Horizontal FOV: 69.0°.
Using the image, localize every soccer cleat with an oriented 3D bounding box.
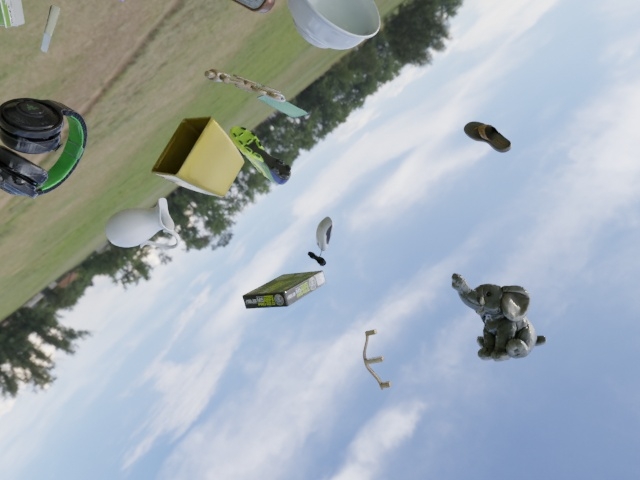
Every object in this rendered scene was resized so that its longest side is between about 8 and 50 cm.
[{"bbox_3d":[-0.241,-0.314,1.781,0.121,0.289,0.093,-31,-156,54],"label":"soccer cleat"}]

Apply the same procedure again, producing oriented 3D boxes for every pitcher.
[{"bbox_3d":[-0.582,-0.031,1.538,0.207,0.178,0.125,-17,-159,7],"label":"pitcher"}]

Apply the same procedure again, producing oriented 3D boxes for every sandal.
[{"bbox_3d":[0.701,-0.443,1.948,0.090,0.060,0.219,-41,-121,-7],"label":"sandal"}]

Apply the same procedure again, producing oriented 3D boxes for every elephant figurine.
[{"bbox_3d":[0.465,0.181,1.217,0.169,0.240,0.186,-16,174,29],"label":"elephant figurine"}]

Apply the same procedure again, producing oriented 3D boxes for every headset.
[{"bbox_3d":[-0.673,-0.196,1.085,0.243,0.185,0.394,-61,177,15],"label":"headset"}]

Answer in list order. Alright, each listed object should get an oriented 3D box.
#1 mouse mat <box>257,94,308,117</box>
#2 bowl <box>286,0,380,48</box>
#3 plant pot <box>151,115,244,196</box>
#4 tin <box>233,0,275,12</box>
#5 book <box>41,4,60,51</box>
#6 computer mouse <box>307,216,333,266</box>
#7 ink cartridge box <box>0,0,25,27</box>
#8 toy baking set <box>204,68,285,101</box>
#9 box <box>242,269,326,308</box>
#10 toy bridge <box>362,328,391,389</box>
[{"bbox_3d":[-0.156,-0.557,1.924,0.152,0.189,0.007,13,-96,59],"label":"mouse mat"},{"bbox_3d":[0.014,-0.647,1.319,0.134,0.298,0.298,-39,-169,48],"label":"bowl"},{"bbox_3d":[-0.377,-0.251,1.497,0.212,0.187,0.212,14,-108,49],"label":"plant pot"},{"bbox_3d":[-0.186,-0.654,1.185,0.040,0.189,0.106,-22,141,-48],"label":"tin"},{"bbox_3d":[-1.001,-0.782,1.723,0.096,0.035,0.144,-32,-128,46],"label":"book"},{"bbox_3d":[0.000,0.000,1.730,0.042,0.193,0.106,-3,-151,-31],"label":"computer mouse"},{"bbox_3d":[-0.788,-0.612,1.103,0.097,0.189,0.255,-5,-153,-21],"label":"ink cartridge box"},{"bbox_3d":[-0.192,-0.405,1.232,0.256,0.196,0.030,-82,-166,-71],"label":"toy baking set"},{"bbox_3d":[-0.139,0.192,1.838,0.216,0.060,0.270,-8,-170,36],"label":"box"},{"bbox_3d":[0.168,0.374,1.453,0.063,0.188,0.026,-16,176,21],"label":"toy bridge"}]
